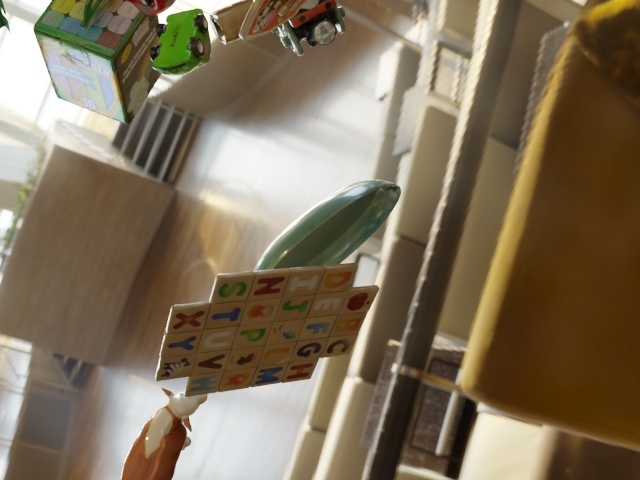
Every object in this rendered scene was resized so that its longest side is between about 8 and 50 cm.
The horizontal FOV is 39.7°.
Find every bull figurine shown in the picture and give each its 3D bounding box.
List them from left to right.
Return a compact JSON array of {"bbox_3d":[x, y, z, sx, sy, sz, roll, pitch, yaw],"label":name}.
[{"bbox_3d":[-0.321,0.424,1.760,0.310,0.101,0.188,-61,-9,-9],"label":"bull figurine"}]

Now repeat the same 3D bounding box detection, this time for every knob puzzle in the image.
[{"bbox_3d":[-0.041,-0.358,1.301,0.213,0.030,0.213,-44,-4,-4],"label":"knob puzzle"}]

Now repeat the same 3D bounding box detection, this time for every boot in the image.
[{"bbox_3d":[-0.167,-0.616,2.283,0.269,0.089,0.236,-26,36,-11],"label":"boot"}]

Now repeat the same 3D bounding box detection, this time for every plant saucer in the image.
[{"bbox_3d":[0.000,0.000,1.487,0.044,0.317,0.317,51,129,14],"label":"plant saucer"}]

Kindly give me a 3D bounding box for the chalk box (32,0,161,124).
[{"bbox_3d":[-0.319,-0.295,1.285,0.213,0.132,0.132,96,-163,-61],"label":"chalk box"}]

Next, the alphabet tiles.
[{"bbox_3d":[-0.081,0.144,1.392,0.011,0.342,0.285,62,145,38],"label":"alphabet tiles"}]

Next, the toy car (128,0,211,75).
[{"bbox_3d":[-0.155,-0.272,1.075,0.239,0.053,0.225,-7,52,18],"label":"toy car"}]

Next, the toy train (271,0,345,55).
[{"bbox_3d":[-0.064,-0.509,1.789,0.142,0.190,0.334,-29,39,-2],"label":"toy train"}]

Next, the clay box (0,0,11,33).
[{"bbox_3d":[-0.777,-0.546,1.950,0.053,0.222,0.127,-42,-16,-24],"label":"clay box"}]
